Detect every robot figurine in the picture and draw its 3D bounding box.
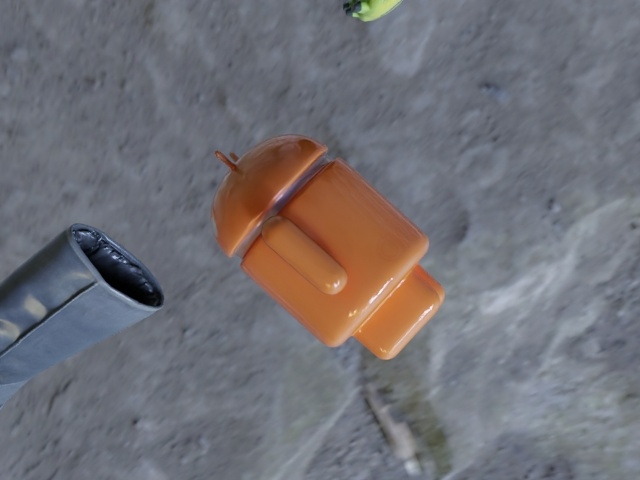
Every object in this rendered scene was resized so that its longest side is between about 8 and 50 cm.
[{"bbox_3d":[0.000,0.000,1.414,0.219,0.128,0.158,42,49,2],"label":"robot figurine"}]

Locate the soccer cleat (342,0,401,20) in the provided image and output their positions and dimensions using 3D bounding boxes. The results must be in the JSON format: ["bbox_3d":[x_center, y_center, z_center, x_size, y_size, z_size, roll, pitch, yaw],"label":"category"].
[{"bbox_3d":[0.089,-0.251,1.447,0.121,0.289,0.093,-8,84,-14],"label":"soccer cleat"}]

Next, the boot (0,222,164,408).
[{"bbox_3d":[-0.256,0.051,1.336,0.190,0.208,0.076,30,45,-34],"label":"boot"}]
